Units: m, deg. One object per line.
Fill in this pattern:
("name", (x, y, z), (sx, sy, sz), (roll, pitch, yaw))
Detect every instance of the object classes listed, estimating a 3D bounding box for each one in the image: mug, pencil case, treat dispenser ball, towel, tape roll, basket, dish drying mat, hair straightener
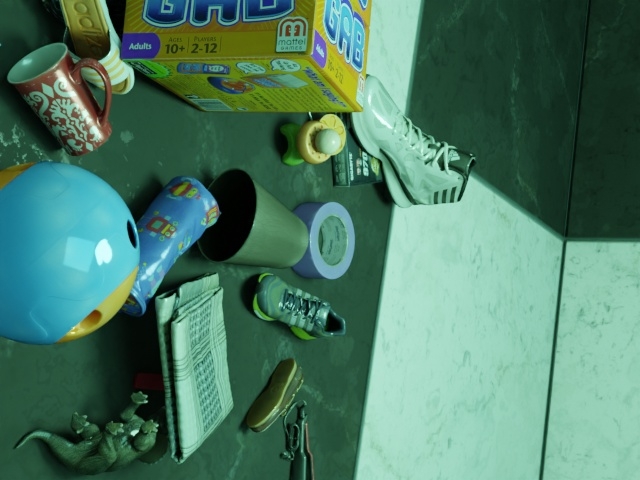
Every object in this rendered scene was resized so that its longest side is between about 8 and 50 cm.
("mug", (-0.427, -0.234, 1.484), (0.113, 0.150, 0.169), (-53, 136, -30))
("pencil case", (-0.313, 0.010, 1.666), (0.306, 0.119, 0.133), (-57, 173, -37))
("treat dispenser ball", (-0.429, 0.020, 1.359), (0.288, 0.288, 0.288), (-1, 91, -54))
("towel", (-0.237, 0.235, 1.731), (0.312, 0.056, 0.324), (-31, 116, -75))
("tape roll", (0.000, 0.000, 2.128), (0.189, 0.080, 0.188), (0, 90, -53))
("basket", (-0.138, -0.023, 1.884), (0.227, 0.154, 0.204), (27, 70, -55))
("dish drying mat", (-0.338, 0.280, 1.727), (0.083, 0.008, 0.032), (18, 77, -54))
("hair straightener", (-0.053, 0.500, 2.089), (0.089, 0.047, 0.230), (3, 88, -54))

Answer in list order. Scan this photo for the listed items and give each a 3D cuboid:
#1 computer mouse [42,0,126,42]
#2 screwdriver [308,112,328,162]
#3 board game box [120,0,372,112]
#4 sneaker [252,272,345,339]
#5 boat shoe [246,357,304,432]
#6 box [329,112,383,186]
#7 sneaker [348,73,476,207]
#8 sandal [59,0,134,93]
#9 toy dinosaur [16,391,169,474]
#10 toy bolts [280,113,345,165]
("computer mouse", (-0.400, -0.500, 1.587), (0.188, 0.072, 0.272), (24, 84, -54))
("screwdriver", (-0.014, -0.272, 2.155), (0.025, 0.024, 0.169), (-81, 154, -64))
("board game box", (-0.117, -0.458, 1.644), (0.356, 0.357, 0.356), (24, 70, -72))
("sneaker", (-0.046, 0.154, 2.030), (0.300, 0.121, 0.111), (32, 65, -50))
("boat shoe", (-0.095, 0.368, 2.006), (0.207, 0.073, 0.073), (-53, 129, -39))
("box", (0.096, -0.256, 2.278), (0.175, 0.051, 0.220), (-13, 101, -54))
("sneaker", (0.260, -0.261, 2.243), (0.447, 0.258, 0.169), (56, 46, -40))
("sandal", (-0.404, -0.341, 1.497), (0.265, 0.102, 0.076), (79, 19, -50))
("toy dinosaur", (-0.381, 0.370, 1.569), (0.314, 0.121, 0.160), (-14, 135, -40))
("toy bolts", (0.018, -0.299, 2.059), (0.218, 0.159, 0.228), (-11, 99, -44))
